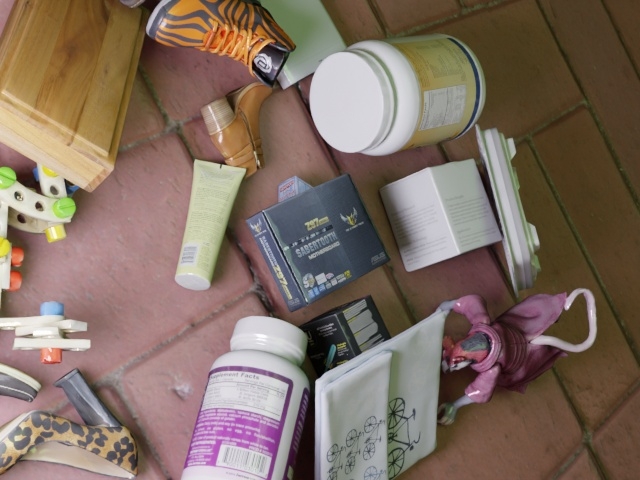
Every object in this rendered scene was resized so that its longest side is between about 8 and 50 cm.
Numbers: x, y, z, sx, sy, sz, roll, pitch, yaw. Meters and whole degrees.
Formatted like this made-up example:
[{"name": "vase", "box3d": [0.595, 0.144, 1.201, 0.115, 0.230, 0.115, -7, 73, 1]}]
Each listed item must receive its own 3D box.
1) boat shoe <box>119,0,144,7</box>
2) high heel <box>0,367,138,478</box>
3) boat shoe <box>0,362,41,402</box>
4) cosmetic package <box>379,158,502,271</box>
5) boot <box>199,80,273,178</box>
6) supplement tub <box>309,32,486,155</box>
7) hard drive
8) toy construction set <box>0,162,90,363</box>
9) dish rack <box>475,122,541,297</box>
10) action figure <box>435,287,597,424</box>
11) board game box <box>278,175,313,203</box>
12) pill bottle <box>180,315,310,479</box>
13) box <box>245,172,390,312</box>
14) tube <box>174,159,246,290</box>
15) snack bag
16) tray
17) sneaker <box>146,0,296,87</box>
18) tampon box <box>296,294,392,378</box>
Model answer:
[{"name": "boat shoe", "box3d": [-0.259, -0.496, 1.763, 0.130, 0.132, 0.355, 49, 34, -26]}, {"name": "high heel", "box3d": [-0.371, 0.319, 1.408, 0.186, 0.093, 0.261, 55, 41, -7]}, {"name": "boat shoe", "box3d": [-0.495, 0.190, 1.366, 0.224, 0.080, 0.073, 24, 64, -26]}, {"name": "cosmetic package", "box3d": [0.244, -0.052, 2.048, 0.151, 0.151, 0.183, -14, 83, -44]}, {"name": "boot", "box3d": [-0.131, -0.204, 1.847, 0.197, 0.073, 0.152, -36, 106, -44]}, {"name": "supplement tub", "box3d": [0.155, -0.292, 2.012, 0.316, 0.228, 0.228, -16, 84, -43]}, {"name": "hard drive", "box3d": [-0.084, -0.473, 2.005, 0.203, 0.040, 0.307, -37, 100, -43]}, {"name": "toy construction set", "box3d": [-0.436, 0.029, 1.440, 0.215, 0.151, 0.327, 10, 56, -39]}, {"name": "dish rack", "box3d": [0.402, -0.065, 2.123, 0.285, 0.072, 0.332, 57, 21, -67]}, {"name": "action figure", "box3d": [0.365, 0.224, 1.982, 0.370, 0.276, 0.248, 3, 77, -55]}, {"name": "board game box", "box3d": [-0.004, -0.023, 1.884, 0.194, 0.060, 0.194, -5, 78, -42]}, {"name": "pill bottle", "box3d": [-0.110, 0.281, 1.600, 0.169, 0.169, 0.301, 31, 56, -29]}, {"name": "box", "box3d": [0.000, 0.000, 1.796, 0.233, 0.059, 0.183, -25, 89, -42]}, {"name": "tube", "box3d": [-0.193, -0.031, 1.722, 0.070, 0.062, 0.240, 32, 54, -37]}, {"name": "snack bag", "box3d": [0.112, 0.319, 1.751, 0.343, 0.037, 0.323, -24, 123, -42]}, {"name": "tray", "box3d": [-0.389, -0.280, 1.557, 0.203, 0.076, 0.411, 32, 36, -28]}, {"name": "sneaker", "box3d": [-0.150, -0.359, 1.766, 0.180, 0.124, 0.321, 46, 33, 15]}, {"name": "tampon box", "box3d": [0.056, 0.198, 1.808, 0.101, 0.120, 0.161, -26, 91, -42]}]
